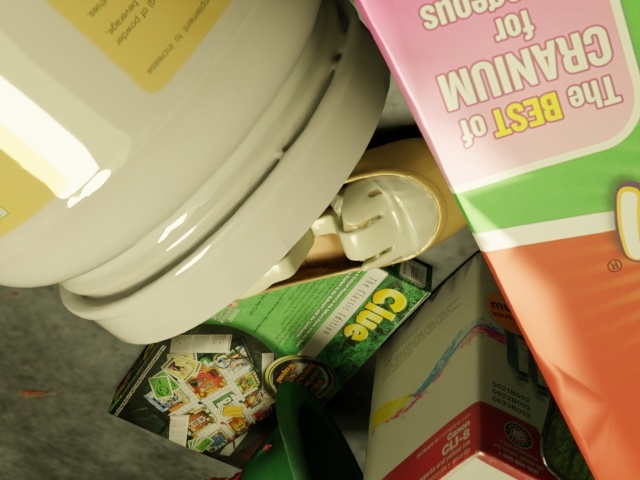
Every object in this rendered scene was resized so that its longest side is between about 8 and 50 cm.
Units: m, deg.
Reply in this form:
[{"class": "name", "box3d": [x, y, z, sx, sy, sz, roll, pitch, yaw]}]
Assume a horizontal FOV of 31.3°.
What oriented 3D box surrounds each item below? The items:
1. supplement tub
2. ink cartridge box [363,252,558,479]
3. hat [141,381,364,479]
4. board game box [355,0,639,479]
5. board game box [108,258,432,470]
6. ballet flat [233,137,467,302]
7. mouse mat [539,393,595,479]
[{"class": "supplement tub", "box3d": [-0.150, -0.129, 0.516, 0.241, 0.241, 0.331, -30, 121, 31]}, {"class": "ink cartridge box", "box3d": [0.115, 0.125, 0.744, 0.128, 0.176, 0.127, 28, 128, -16]}, {"class": "hat", "box3d": [-0.062, 0.211, 0.797, 0.183, 0.173, 0.208, -24, 161, 9]}, {"class": "board game box", "box3d": [0.163, -0.038, 0.333, 0.242, 0.064, 0.316, -22, 113, 20]}, {"class": "board game box", "box3d": [-0.044, 0.077, 0.828, 0.136, 0.030, 0.259, 28, 131, -13]}, {"class": "ballet flat", "box3d": [0.000, 0.000, 0.691, 0.232, 0.073, 0.080, -17, 115, 9]}, {"class": "mouse mat", "box3d": [0.196, 0.088, 0.690, 0.152, 0.189, 0.007, 41, 143, -25]}]
